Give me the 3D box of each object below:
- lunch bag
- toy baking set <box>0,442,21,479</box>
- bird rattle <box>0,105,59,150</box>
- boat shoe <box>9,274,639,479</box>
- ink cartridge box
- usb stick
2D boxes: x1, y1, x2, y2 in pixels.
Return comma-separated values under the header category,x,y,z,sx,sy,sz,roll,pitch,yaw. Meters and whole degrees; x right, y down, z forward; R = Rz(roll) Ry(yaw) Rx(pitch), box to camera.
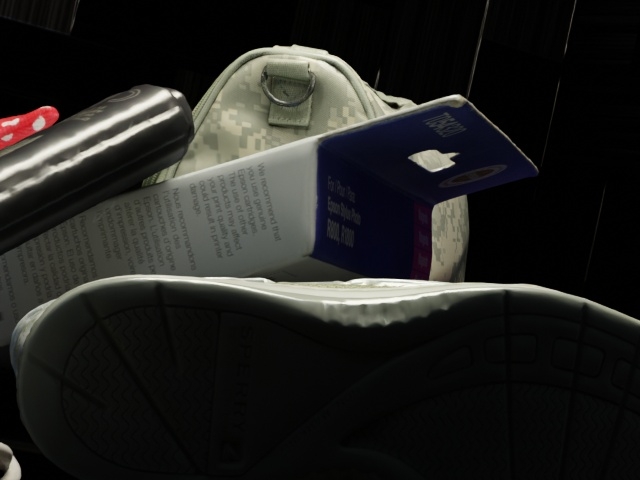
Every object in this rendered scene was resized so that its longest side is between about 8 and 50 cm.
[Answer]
category,x,y,z,sx,sy,sz,roll,pitch,yaw
lunch bag,0.000,0.000,1.434,0.212,0.256,0.305,12,-1,16
toy baking set,-0.205,0.054,0.639,0.256,0.030,0.197,12,-1,31
bird rattle,-0.288,-0.085,1.135,0.253,0.143,0.207,-4,33,-22
boat shoe,0.026,0.069,0.843,0.320,0.118,0.103,6,5,-14
ink cartridge box,-0.045,0.014,1.110,0.330,0.071,0.324,-15,-8,12
usb stick,-0.170,-0.007,0.898,0.077,0.045,0.278,-14,13,47
